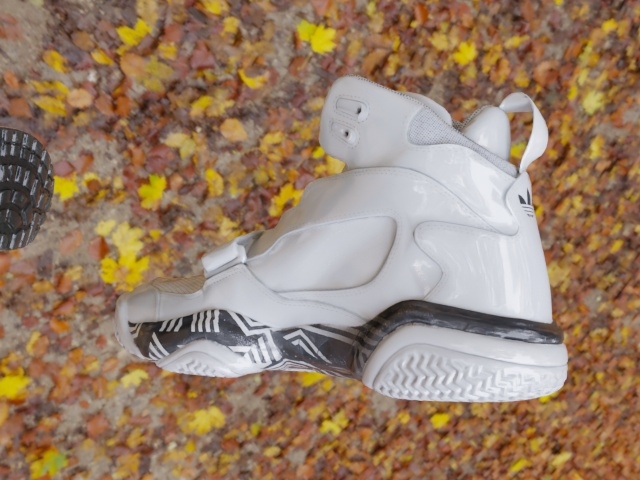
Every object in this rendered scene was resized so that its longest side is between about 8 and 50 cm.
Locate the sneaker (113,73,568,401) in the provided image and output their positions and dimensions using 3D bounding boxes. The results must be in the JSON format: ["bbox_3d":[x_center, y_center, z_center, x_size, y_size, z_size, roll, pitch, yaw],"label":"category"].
[{"bbox_3d":[0.000,0.000,0.569,0.137,0.366,0.210,11,81,-59],"label":"sneaker"}]

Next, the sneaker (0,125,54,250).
[{"bbox_3d":[-0.337,-0.068,0.631,0.283,0.124,0.107,44,63,-76],"label":"sneaker"}]
